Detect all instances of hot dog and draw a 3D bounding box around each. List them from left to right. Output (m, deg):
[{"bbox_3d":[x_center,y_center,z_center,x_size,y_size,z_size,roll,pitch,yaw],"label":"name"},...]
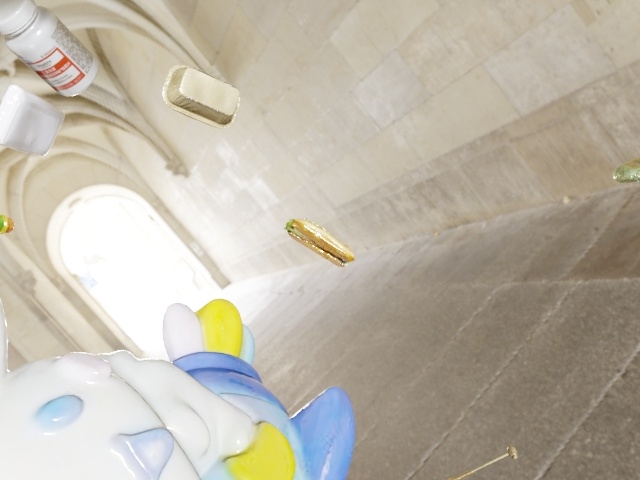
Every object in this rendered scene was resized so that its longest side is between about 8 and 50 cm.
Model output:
[{"bbox_3d":[0.000,0.000,0.628,0.021,0.083,0.037,-60,10,-29],"label":"hot dog"}]

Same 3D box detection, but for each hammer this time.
[{"bbox_3d":[0.260,0.365,0.947,0.122,0.014,0.029,-27,23,2],"label":"hammer"}]

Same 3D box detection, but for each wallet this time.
[{"bbox_3d":[-0.471,-0.188,0.952,0.095,0.033,0.190,-65,6,-2],"label":"wallet"}]

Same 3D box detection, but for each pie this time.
[{"bbox_3d":[0.348,-0.078,0.609,0.084,0.021,0.084,-15,11,3],"label":"pie"}]

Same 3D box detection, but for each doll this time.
[{"bbox_3d":[-0.096,0.163,0.403,0.187,0.376,0.365,-18,-11,23],"label":"doll"}]

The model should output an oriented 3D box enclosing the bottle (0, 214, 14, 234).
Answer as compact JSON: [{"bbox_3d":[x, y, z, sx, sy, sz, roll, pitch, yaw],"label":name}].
[{"bbox_3d":[-0.749,-0.043,1.261,0.069,0.069,0.187,-38,-18,15],"label":"bottle"}]

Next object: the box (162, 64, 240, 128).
[{"bbox_3d":[-0.263,-0.328,1.332,0.111,0.177,0.111,-41,39,43],"label":"box"}]

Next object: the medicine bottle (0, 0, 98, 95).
[{"bbox_3d":[-0.388,-0.276,0.829,0.079,0.079,0.140,-40,-33,-1],"label":"medicine bottle"}]
